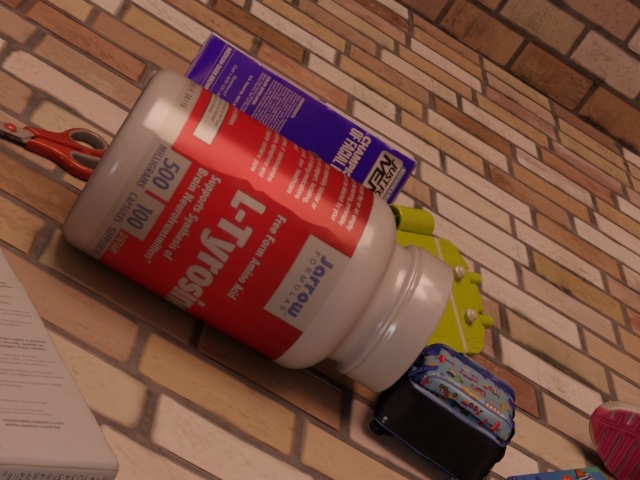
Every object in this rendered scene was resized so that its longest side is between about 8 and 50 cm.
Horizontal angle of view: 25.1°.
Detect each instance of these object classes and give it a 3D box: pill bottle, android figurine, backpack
[{"bbox_3d":[-0.065,0.001,1.635,0.408,0.229,0.229,31,23,-10],"label":"pill bottle"},{"bbox_3d":[0.140,0.074,1.904,0.273,0.056,0.248,10,61,-50],"label":"android figurine"},{"bbox_3d":[0.153,0.192,1.711,0.158,0.117,0.173,35,20,-2],"label":"backpack"}]

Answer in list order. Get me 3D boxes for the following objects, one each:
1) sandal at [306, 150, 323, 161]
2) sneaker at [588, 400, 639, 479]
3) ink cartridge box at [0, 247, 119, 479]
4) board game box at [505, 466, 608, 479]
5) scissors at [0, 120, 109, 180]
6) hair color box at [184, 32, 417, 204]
[{"bbox_3d":[0.006,-0.002,1.928,0.079,0.088,0.240,82,-8,-65],"label":"sandal"},{"bbox_3d":[0.461,0.284,1.993,0.252,0.103,0.111,31,18,-26],"label":"sneaker"},{"bbox_3d":[-0.375,0.094,1.237,0.324,0.071,0.330,11,29,-43],"label":"ink cartridge box"},{"bbox_3d":[0.317,0.347,1.718,0.210,0.047,0.160,6,36,-51],"label":"board game box"},{"bbox_3d":[-0.357,-0.123,1.742,0.297,0.021,0.109,14,33,-44],"label":"scissors"},{"bbox_3d":[-0.043,-0.156,2.055,0.339,0.110,0.185,30,-2,-8],"label":"hair color box"}]
